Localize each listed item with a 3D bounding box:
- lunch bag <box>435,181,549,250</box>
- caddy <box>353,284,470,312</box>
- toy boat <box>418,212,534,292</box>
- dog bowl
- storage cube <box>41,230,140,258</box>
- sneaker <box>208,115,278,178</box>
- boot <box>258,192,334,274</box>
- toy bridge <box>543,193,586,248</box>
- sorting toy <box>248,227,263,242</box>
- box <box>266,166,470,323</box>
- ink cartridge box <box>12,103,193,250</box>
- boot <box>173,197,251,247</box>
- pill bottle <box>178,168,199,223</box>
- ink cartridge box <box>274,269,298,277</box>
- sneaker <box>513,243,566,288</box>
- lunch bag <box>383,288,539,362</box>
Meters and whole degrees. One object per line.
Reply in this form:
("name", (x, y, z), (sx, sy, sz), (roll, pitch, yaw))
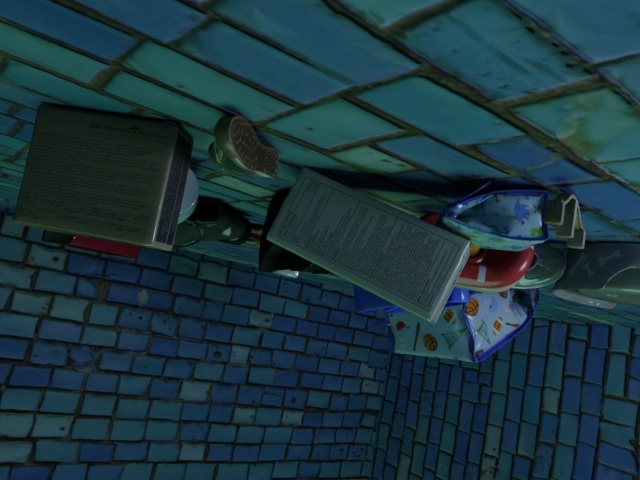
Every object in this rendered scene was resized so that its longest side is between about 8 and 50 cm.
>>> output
("lunch bag", (0.264, -0.034, 0.865), (0.151, 0.096, 0.129), (0, 171, 6))
("caddy", (0.231, 0.091, 1.444), (0.241, 0.179, 0.341), (7, 164, -40))
("toy boat", (0.280, -0.001, 1.022), (0.231, 0.151, 0.151), (9, 143, 9))
("dog bowl", (0.670, 0.086, 1.128), (0.349, 0.102, 0.349), (11, 171, 2))
("storage cube", (-0.605, -0.060, 1.490), (0.215, 0.183, 0.193), (3, 169, 41))
("sneaker", (-0.131, -0.131, 0.812), (0.086, 0.064, 0.192), (3, 173, 15))
("boot", (0.000, -0.004, 1.270), (0.260, 0.131, 0.348), (5, 163, -10))
("toy bridge", (0.372, -0.035, 0.824), (0.026, 0.063, 0.188), (5, 171, 36))
("sorting toy", (-0.213, -0.008, 1.827), (0.229, 0.041, 0.307), (7, 171, 24))
("box", (0.082, 0.008, 0.938), (0.311, 0.148, 0.121), (28, 178, 18))
("ink cartridge box", (-0.339, -0.097, 0.867), (0.235, 0.193, 0.088), (10, 174, 9))
("boot", (-0.377, -0.064, 1.501), (0.338, 0.118, 0.223), (-4, 164, 20))
("pill bottle", (-0.318, -0.090, 1.101), (0.131, 0.131, 0.229), (14, 171, -23))
("ink cartridge box", (-0.089, 0.020, 1.471), (0.063, 0.150, 0.109), (13, 173, -18))
("sneaker", (0.373, 0.038, 1.172), (0.282, 0.105, 0.115), (7, 170, 26))
("lunch bag", (0.434, 0.196, 1.682), (0.386, 0.238, 0.328), (-15, -172, -39))
